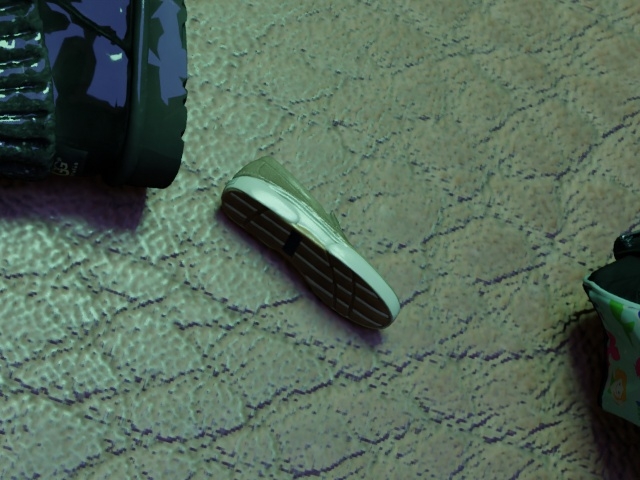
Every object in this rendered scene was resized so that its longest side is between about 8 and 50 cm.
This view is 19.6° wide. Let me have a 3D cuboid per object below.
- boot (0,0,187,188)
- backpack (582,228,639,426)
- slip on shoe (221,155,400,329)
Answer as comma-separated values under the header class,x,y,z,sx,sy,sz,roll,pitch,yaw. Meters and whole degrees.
class,x,y,z,sx,sy,sz,roll,pitch,yaw
boot,-0.217,-0.191,1.108,0.260,0.131,0.348,2,73,-18
backpack,0.307,0.076,1.129,0.225,0.253,0.191,-15,98,-23
slip on shoe,0.000,0.000,1.165,0.135,0.051,0.041,37,53,3
